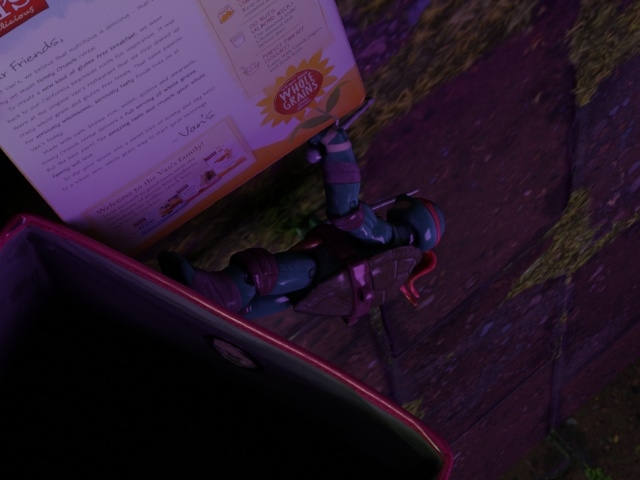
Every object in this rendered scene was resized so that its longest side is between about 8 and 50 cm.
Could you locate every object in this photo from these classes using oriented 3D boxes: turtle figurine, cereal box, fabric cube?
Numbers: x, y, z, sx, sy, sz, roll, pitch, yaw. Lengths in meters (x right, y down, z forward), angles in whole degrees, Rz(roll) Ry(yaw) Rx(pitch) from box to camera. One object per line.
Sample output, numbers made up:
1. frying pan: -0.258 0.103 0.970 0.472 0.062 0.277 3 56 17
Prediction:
1. turtle figurine: 0.000 0.000 0.940 0.234 0.118 0.175 -25 153 -24
2. cereal box: -0.078 -0.094 0.657 0.173 0.047 0.240 -33 152 -5
3. fabric cube: -0.107 0.182 0.757 0.259 0.254 0.258 -60 173 -18
